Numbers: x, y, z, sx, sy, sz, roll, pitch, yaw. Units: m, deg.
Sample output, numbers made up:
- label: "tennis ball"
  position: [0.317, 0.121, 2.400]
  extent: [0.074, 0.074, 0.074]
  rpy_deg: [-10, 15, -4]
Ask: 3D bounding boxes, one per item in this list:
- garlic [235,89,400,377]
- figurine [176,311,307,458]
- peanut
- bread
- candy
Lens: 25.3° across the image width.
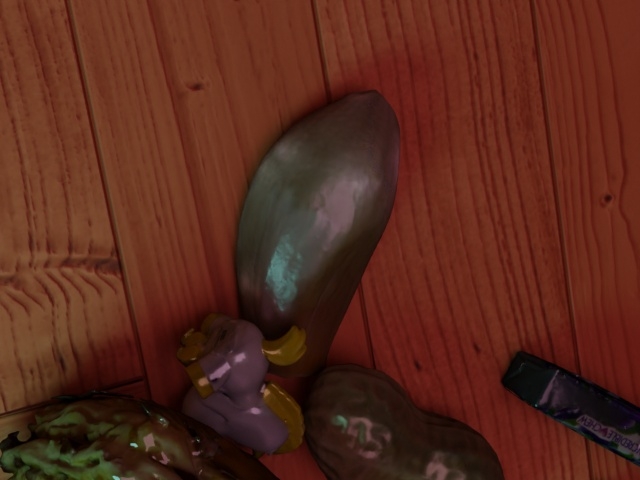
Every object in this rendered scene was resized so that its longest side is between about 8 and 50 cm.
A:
- label: "garlic"
  position: [-0.008, -0.003, 1.474]
  extent: [0.143, 0.112, 0.318]
  rpy_deg: [11, 107, -25]
- label: "figurine"
  position: [-0.080, 0.160, 1.456]
  extent: [0.129, 0.109, 0.178]
  rpy_deg: [2, 123, 2]
- label: "peanut"
  position: [0.097, 0.239, 1.542]
  extent: [0.298, 0.120, 0.136]
  rpy_deg: [32, 120, -25]
- label: "bread"
  position: [-0.137, 0.271, 1.401]
  extent: [0.324, 0.277, 0.167]
  rpy_deg: [50, 58, -22]
- label: "candy"
  position: [0.351, 0.219, 1.647]
  extent: [0.312, 0.088, 0.061]
  rpy_deg: [28, 88, -23]
